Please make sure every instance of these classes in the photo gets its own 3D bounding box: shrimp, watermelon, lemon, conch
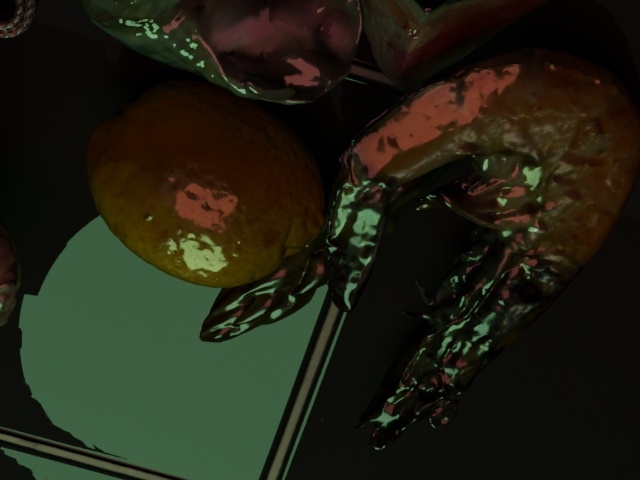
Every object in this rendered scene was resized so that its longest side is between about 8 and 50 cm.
[{"bbox_3d":[0.108,0.018,1.694,0.272,0.085,0.445,9,126,-25],"label":"shrimp"},{"bbox_3d":[0.105,-0.218,1.612,0.207,0.136,0.202,-3,166,-24],"label":"watermelon"},{"bbox_3d":[-0.098,-0.048,1.659,0.207,0.170,0.170,35,119,-2],"label":"lemon"},{"bbox_3d":[-0.091,-0.231,1.552,0.220,0.195,0.277,-15,97,1],"label":"conch"}]

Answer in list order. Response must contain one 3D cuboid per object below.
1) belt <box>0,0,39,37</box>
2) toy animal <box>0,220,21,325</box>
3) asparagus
[{"bbox_3d":[-0.285,-0.326,1.545,0.126,0.094,0.359,3,124,-2],"label":"belt"},{"bbox_3d":[-0.425,0.052,1.738,0.226,0.188,0.358,44,117,-9],"label":"toy animal"},{"bbox_3d":[0.000,0.000,1.734,0.287,0.080,0.080,-41,111,13],"label":"asparagus"}]
